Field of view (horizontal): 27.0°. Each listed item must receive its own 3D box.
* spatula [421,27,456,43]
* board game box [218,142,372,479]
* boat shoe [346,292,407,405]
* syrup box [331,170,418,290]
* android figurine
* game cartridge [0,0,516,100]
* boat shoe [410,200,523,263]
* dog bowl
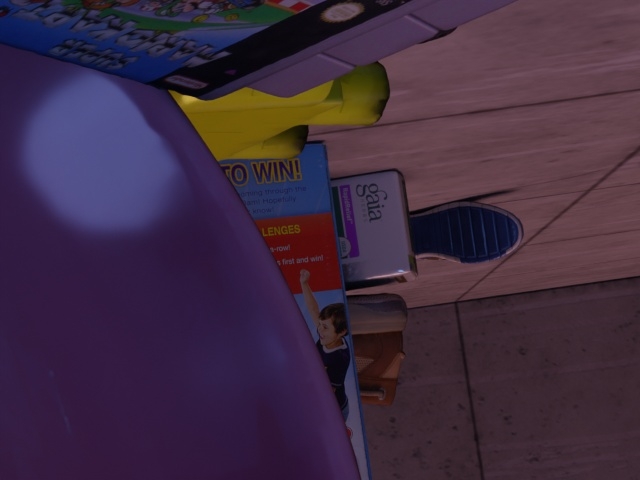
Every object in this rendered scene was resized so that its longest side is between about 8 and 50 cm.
[{"bbox_3d":[-0.017,-0.109,0.586,0.084,0.030,0.296,-17,170,33],"label":"spatula"},{"bbox_3d":[-0.131,0.094,0.977,0.308,0.302,0.086,-5,173,-17],"label":"board game box"},{"bbox_3d":[-0.066,0.113,1.135,0.324,0.116,0.123,-4,180,-23],"label":"boat shoe"},{"bbox_3d":[-0.034,0.005,1.212,0.237,0.093,0.096,-9,172,7],"label":"syrup box"},{"bbox_3d":[-0.104,-0.070,0.720,0.273,0.056,0.248,-5,172,-37],"label":"android figurine"},{"bbox_3d":[-0.007,-0.115,0.341,0.230,0.068,0.355,-25,166,23],"label":"game cartridge"},{"bbox_3d":[0.144,-0.010,1.447,0.183,0.066,0.066,-1,-177,35],"label":"boat shoe"},{"bbox_3d":[-0.137,0.047,0.356,0.150,0.408,0.408,-33,164,21],"label":"dog bowl"}]
